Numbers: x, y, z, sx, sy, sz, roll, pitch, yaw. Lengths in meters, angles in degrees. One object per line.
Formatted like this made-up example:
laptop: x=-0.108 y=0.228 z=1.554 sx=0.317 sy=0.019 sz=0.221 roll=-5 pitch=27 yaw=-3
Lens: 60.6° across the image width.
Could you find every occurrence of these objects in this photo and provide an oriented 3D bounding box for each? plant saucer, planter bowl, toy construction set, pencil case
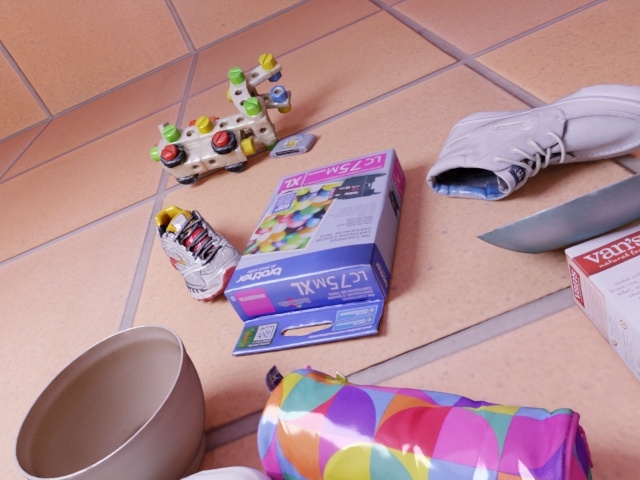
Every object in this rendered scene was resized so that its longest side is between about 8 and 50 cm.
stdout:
plant saucer: x=0.244 y=-0.024 z=0.507 sx=0.194 sy=0.038 sz=0.195 roll=-20 pitch=-5 yaw=-2
planter bowl: x=-0.172 y=0.174 z=0.502 sx=0.161 sy=0.109 sz=0.162 roll=-19 pitch=31 yaw=12
toy construction set: x=-0.213 y=-0.221 z=1.078 sx=0.327 sy=0.151 sz=0.215 roll=-21 pitch=55 yaw=22
pencil case: x=0.063 y=0.147 z=0.387 sx=0.236 sy=0.105 sz=0.104 roll=2 pitch=41 yaw=35

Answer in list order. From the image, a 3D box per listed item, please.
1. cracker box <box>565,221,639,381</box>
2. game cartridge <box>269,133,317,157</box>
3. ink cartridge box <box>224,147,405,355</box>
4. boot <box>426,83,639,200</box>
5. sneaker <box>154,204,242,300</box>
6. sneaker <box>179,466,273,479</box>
cracker box: x=0.298 y=0.061 z=0.373 sx=0.155 sy=0.067 sz=0.232 roll=-22 pitch=31 yaw=6
game cartridge: x=-0.050 y=-0.179 z=1.030 sx=0.083 sy=0.017 sz=0.056 roll=-4 pitch=33 yaw=31
ink cartridge box: x=0.000 y=0.000 z=0.688 sx=0.185 sy=0.065 sz=0.311 roll=-12 pitch=36 yaw=22
boot: x=0.251 y=-0.098 z=0.638 sx=0.258 sy=0.095 sz=0.123 roll=-2 pitch=44 yaw=47
sneaker: x=-0.177 y=0.012 z=0.762 sx=0.088 sy=0.093 sz=0.225 roll=-39 pitch=34 yaw=-21
sneaker: x=-0.162 y=0.242 z=0.361 sx=0.290 sy=0.123 sz=0.106 roll=-30 pitch=55 yaw=0
